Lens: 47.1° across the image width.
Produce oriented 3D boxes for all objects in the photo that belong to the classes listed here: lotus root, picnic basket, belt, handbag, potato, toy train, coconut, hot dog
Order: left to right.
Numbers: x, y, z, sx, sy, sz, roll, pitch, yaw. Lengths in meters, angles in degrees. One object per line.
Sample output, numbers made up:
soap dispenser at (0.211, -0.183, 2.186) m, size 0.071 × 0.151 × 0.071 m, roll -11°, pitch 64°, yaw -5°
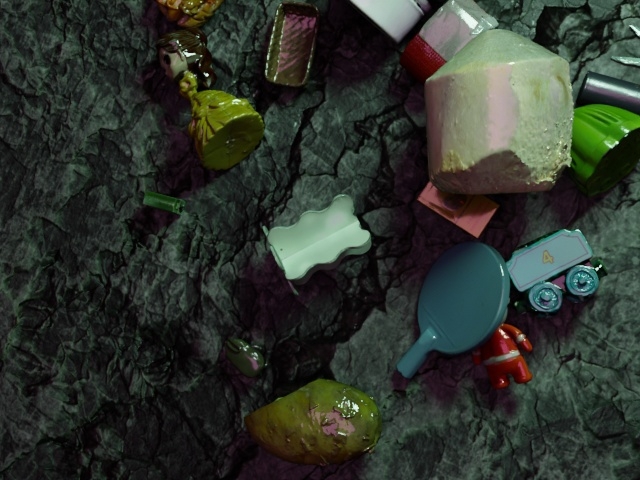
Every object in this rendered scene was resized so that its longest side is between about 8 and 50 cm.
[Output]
toy train at (-0.356, -0.087, 1.673) m, size 0.093 × 0.056 × 0.038 m, roll 15°, pitch 87°, yaw 11°
hot dog at (-0.246, -0.646, 1.663) m, size 0.158 × 0.117 × 0.349 m, roll 39°, pitch 94°, yaw 12°
handbag at (-0.168, 0.253, 1.616) m, size 0.111 × 0.047 × 0.072 m, roll 39°, pitch 99°, yaw 11°
picnic basket at (-0.060, -0.433, 1.643) m, size 0.110 × 0.055 × 0.194 m, roll 11°, pitch 89°, yaw 13°
potato at (-0.018, 0.378, 1.531) m, size 0.298 × 0.141 × 0.176 m, roll -3°, pitch 76°, yaw 10°
belt at (0.276, -0.406, 1.538) m, size 0.201 × 0.128 × 0.124 m, roll -45°, pitch 80°, yaw 10°
coconut at (0.344, -0.248, 1.421) m, size 0.297 × 0.297 × 0.310 m, roll 0°, pitch 97°, yaw 11°
toy train at (0.466, 0.067, 1.482) m, size 0.197 × 0.107 × 0.155 m, roll -26°, pitch 74°, yaw 8°
lotus root at (0.537, -0.206, 1.467) m, size 0.186 × 0.186 × 0.186 m, roll -1°, pitch 86°, yaw 11°

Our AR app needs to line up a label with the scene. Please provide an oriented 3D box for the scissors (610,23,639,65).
scissors at (0.730, -0.356, 1.504) m, size 0.247 × 0.017 × 0.144 m, roll 30°, pitch 91°, yaw 13°

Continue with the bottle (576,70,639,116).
bottle at (0.647, -0.273, 1.485) m, size 0.244 × 0.082 × 0.072 m, roll 19°, pitch 48°, yaw 13°

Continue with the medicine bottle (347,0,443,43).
medicine bottle at (0.184, -0.587, 1.512) m, size 0.241 × 0.241 × 0.302 m, roll 43°, pitch 104°, yaw 11°

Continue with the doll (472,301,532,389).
doll at (0.348, 0.180, 1.500) m, size 0.142 × 0.076 × 0.245 m, roll -28°, pitch 77°, yaw 40°

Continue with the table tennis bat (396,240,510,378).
table tennis bat at (0.261, 0.149, 1.496) m, size 0.329 × 0.044 × 0.215 m, roll -57°, pitch 41°, yaw 21°

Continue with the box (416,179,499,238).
box at (0.292, -0.080, 1.565) m, size 0.155 × 0.023 × 0.087 m, roll 34°, pitch 95°, yaw 11°

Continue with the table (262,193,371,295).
table at (0.000, 0.000, 1.555) m, size 0.198 × 0.166 × 0.167 m, roll -27°, pitch 81°, yaw 0°

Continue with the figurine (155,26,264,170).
figurine at (-0.272, -0.332, 1.629) m, size 0.168 × 0.187 × 0.315 m, roll -36°, pitch 73°, yaw 5°
